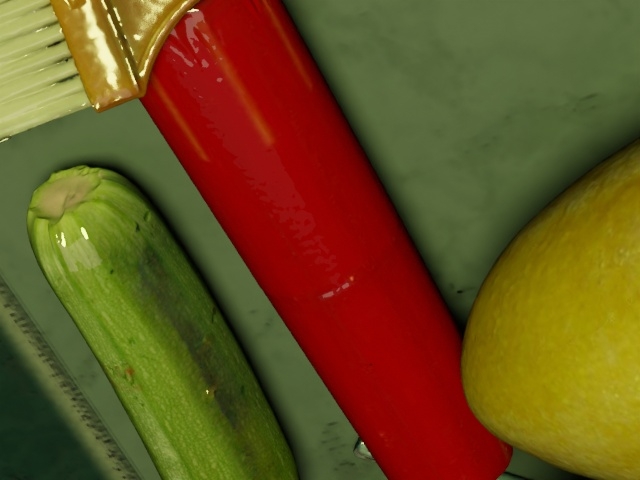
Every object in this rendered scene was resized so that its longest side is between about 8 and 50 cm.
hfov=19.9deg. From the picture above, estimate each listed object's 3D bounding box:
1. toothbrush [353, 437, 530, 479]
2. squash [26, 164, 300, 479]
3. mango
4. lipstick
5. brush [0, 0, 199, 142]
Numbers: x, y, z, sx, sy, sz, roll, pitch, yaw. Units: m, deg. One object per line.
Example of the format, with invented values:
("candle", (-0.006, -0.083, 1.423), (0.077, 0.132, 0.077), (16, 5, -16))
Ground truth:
("toothbrush", (0.120, 0.130, 0.917), (0.219, 0.016, 0.019), (18, 124, -12))
("squash", (-0.066, 0.062, 0.838), (0.066, 0.066, 0.229), (-17, 125, 13))
("mango", (0.236, 0.023, 0.718), (0.384, 0.221, 0.199), (-7, 91, 24))
("lipstick", (0.001, 0.000, 0.785), (0.073, 0.073, 0.279), (-21, 121, 16))
("brush", (-0.016, -0.120, 0.672), (0.314, 0.017, 0.090), (-20, 100, 11))
